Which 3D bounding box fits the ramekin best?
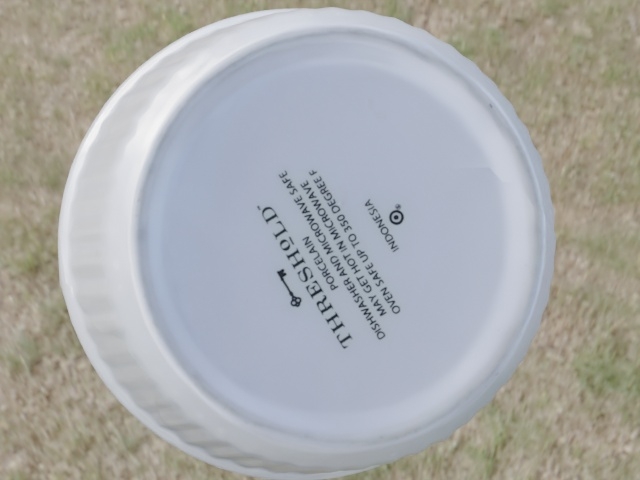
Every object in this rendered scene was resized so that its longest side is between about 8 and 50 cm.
[{"bbox_3d":[0.000,0.000,0.738,0.272,0.127,0.273,0,88,-12],"label":"ramekin"}]
